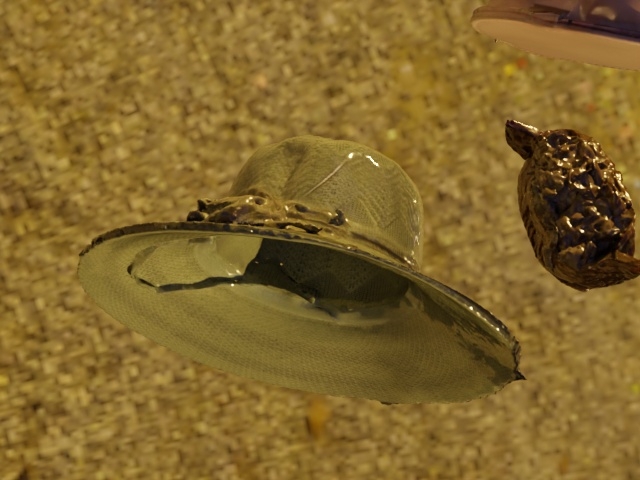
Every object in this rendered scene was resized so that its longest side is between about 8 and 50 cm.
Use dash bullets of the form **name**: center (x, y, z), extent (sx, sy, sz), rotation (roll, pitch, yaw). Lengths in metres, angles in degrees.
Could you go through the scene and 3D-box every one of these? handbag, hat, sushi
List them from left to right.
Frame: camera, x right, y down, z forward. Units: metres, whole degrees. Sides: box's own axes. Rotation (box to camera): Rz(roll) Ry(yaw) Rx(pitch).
- **hat**: center (0.000, 0.000, 0.978), extent (0.252, 0.252, 0.110), rotation (30, 63, -36)
- **sushi**: center (0.139, -0.019, 0.954), extent (0.055, 0.052, 0.120), rotation (83, -6, -52)
- **handbag**: center (0.198, -0.168, 1.092), extent (0.205, 0.179, 0.116), rotation (6, 95, -50)
